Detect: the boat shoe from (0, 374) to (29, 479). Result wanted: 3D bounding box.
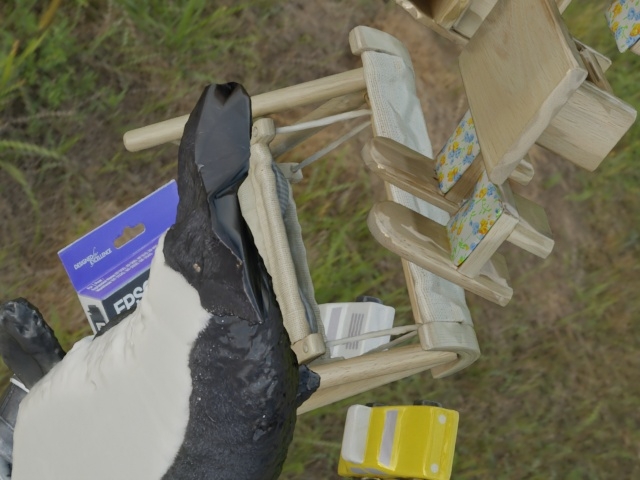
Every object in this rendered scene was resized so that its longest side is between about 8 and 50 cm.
[{"bbox_3d":[-0.260,0.192,1.113,0.108,0.301,0.102,38,72,4],"label":"boat shoe"}]

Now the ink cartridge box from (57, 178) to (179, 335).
[{"bbox_3d":[-0.176,0.061,1.332,0.206,0.045,0.208,-40,116,-48],"label":"ink cartridge box"}]

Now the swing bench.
[{"bbox_3d":[0.000,0.000,0.979,0.165,0.254,0.253,15,60,-58],"label":"swing bench"}]

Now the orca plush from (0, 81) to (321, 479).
[{"bbox_3d":[-0.050,0.053,0.470,0.102,0.287,0.151,-24,55,-36],"label":"orca plush"}]

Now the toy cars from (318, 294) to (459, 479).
[{"bbox_3d":[0.036,0.173,1.422,0.087,0.176,0.394,22,21,-29],"label":"toy cars"}]

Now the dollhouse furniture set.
[{"bbox_3d":[0.086,-0.133,0.679,0.161,0.212,0.242,26,30,-17],"label":"dollhouse furniture set"}]
